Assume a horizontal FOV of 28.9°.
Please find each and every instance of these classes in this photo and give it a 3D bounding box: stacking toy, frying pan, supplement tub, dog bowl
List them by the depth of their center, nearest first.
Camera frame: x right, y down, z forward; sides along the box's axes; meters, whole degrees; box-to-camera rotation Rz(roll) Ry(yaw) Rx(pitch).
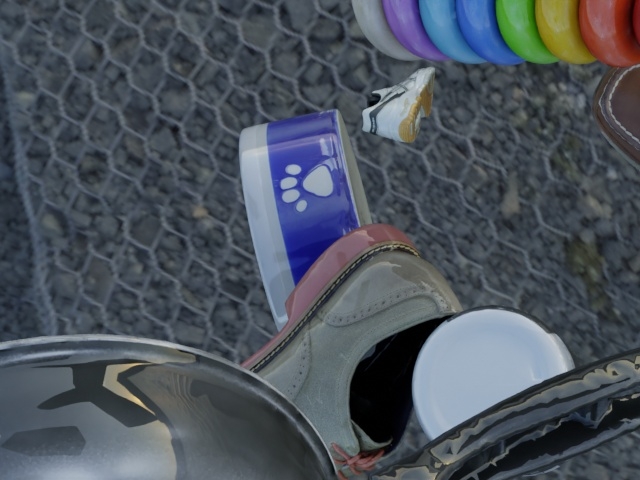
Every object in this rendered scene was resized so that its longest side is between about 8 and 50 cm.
[{"bbox_3d":[-0.023,0.118,0.382,0.053,0.326,0.197,56,134,51],"label":"frying pan"},{"bbox_3d":[0.177,-0.182,0.939,0.330,0.141,0.141,22,86,46],"label":"stacking toy"},{"bbox_3d":[0.145,0.119,0.939,0.117,0.190,0.117,-4,76,18],"label":"supplement tub"},{"bbox_3d":[0.000,0.000,1.296,0.104,0.265,0.265,-13,72,5],"label":"dog bowl"}]

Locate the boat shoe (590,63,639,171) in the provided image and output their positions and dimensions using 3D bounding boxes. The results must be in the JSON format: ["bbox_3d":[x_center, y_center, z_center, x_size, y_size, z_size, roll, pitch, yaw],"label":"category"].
[{"bbox_3d":[0.364,-0.059,0.938,0.324,0.116,0.123,23,96,5],"label":"boat shoe"}]

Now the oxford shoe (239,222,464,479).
[{"bbox_3d":[-0.013,0.156,1.005,0.348,0.123,0.130,-59,41,12],"label":"oxford shoe"}]

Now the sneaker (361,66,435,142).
[{"bbox_3d":[0.048,-0.088,0.769,0.037,0.083,0.032,8,117,15],"label":"sneaker"}]
